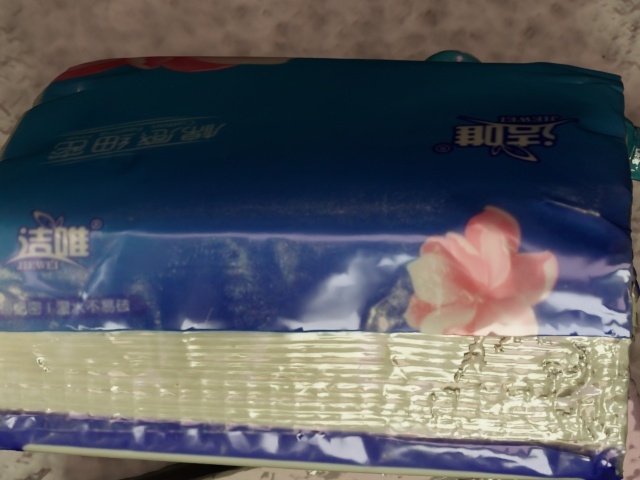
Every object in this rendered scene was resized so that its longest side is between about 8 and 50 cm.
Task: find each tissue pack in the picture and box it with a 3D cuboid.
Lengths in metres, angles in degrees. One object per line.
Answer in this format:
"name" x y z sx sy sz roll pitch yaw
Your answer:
"tissue pack" 0.000 0.000 0.786 0.269 0.209 0.137 3 118 8

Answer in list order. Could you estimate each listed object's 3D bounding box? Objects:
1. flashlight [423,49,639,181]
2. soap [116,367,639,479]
"flashlight" 0.102 -0.055 0.893 0.129 0.051 0.051 18 89 -5
"soap" 0.043 0.224 0.862 0.285 0.107 0.296 -17 89 0
